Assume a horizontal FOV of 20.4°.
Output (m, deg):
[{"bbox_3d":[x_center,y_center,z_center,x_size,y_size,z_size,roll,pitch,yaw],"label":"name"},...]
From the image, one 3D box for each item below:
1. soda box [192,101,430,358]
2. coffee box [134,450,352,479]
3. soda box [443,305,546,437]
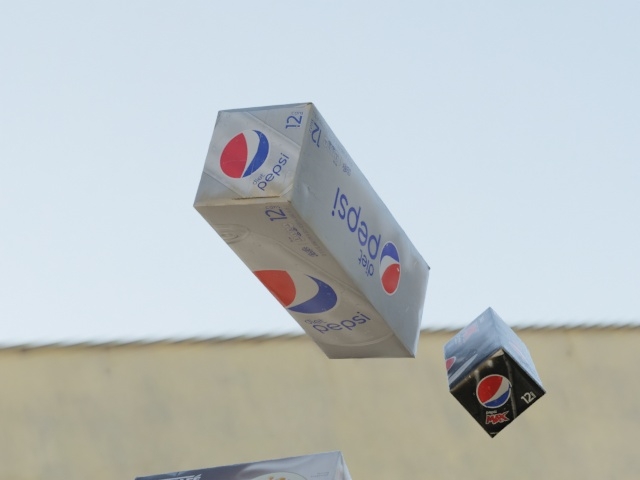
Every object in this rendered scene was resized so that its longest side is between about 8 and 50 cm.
[{"bbox_3d":[0.000,0.000,1.524,0.091,0.098,0.286,-2,-29,25],"label":"soda box"},{"bbox_3d":[-0.091,0.320,1.916,0.246,0.141,0.098,-9,-60,19],"label":"coffee box"},{"bbox_3d":[0.140,0.106,1.463,0.060,0.053,0.169,-41,5,7],"label":"soda box"}]
